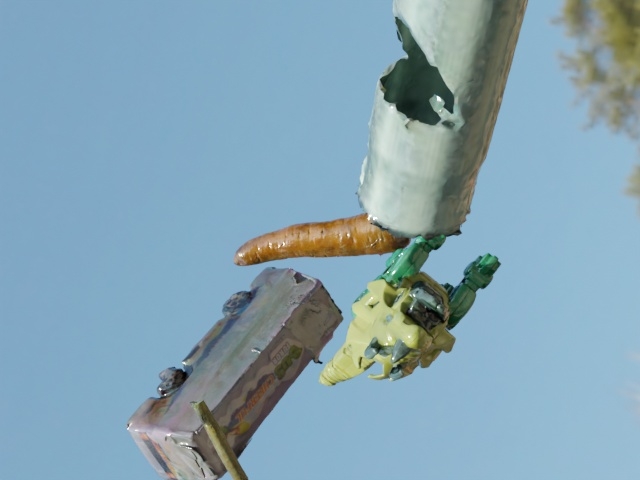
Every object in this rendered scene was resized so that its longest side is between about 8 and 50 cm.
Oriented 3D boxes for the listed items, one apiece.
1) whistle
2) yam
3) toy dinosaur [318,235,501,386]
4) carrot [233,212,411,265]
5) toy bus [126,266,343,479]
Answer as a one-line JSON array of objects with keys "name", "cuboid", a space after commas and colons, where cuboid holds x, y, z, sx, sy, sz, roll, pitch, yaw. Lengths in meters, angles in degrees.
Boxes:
[{"name": "whistle", "cuboid": [0.067, -0.133, 0.719, 0.062, 0.062, 0.312, -36, -31, -40]}, {"name": "yam", "cuboid": [-0.082, 0.181, 1.432, 0.014, 0.014, 0.107, -40, -70, -37]}, {"name": "toy dinosaur", "cuboid": [0.065, 0.074, 1.497, 0.153, 0.094, 0.259, -50, 5, -25]}, {"name": "carrot", "cuboid": [0.000, 0.000, 1.708, 0.047, 0.191, 0.047, -7, -90, -77]}, {"name": "toy bus", "cuboid": [-0.099, 0.164, 2.108, 0.317, 0.138, 0.112, -51, -57, -32]}]
